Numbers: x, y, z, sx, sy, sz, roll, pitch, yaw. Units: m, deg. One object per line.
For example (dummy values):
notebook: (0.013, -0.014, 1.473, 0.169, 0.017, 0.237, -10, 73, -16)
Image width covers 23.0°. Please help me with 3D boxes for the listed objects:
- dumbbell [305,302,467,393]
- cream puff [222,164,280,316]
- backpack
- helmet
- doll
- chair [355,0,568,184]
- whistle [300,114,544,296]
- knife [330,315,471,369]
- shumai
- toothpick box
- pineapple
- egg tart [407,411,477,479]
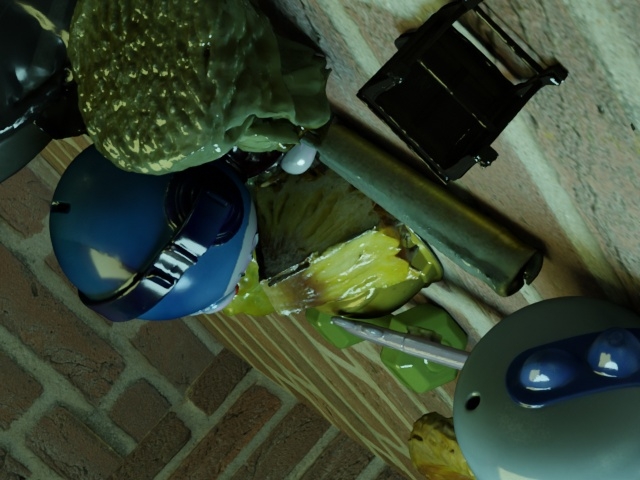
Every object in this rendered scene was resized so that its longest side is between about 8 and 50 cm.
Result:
dumbbell: (0.090, 0.125, 2.256, 0.121, 0.108, 0.302, 48, 168, -30)
cream puff: (-0.138, -0.031, 2.029, 0.282, 0.185, 0.282, -12, -90, -78)
backpack: (-0.420, -0.220, 1.815, 0.363, 0.445, 0.255, 49, -179, -12)
helmet: (0.035, 0.029, 2.009, 0.205, 0.140, 0.257, 43, 167, -8)
doll: (-0.168, -0.049, 1.770, 0.240, 0.310, 0.284, 31, 166, -26)
chair: (0.096, -0.117, 1.274, 0.106, 0.113, 0.229, 45, 166, -6)
whistle: (0.097, -0.046, 1.667, 0.326, 0.057, 0.068, 37, -154, 31)
knife: (0.194, 0.147, 1.909, 0.398, 0.038, 0.132, 16, 177, 30)
shumai: (-0.124, -0.189, 1.598, 0.222, 0.225, 0.261, -11, -107, -55)
toothpick box: (0.282, 0.199, 1.583, 0.263, 0.263, 0.355, 33, 166, 39)
pineapple: (0.000, 0.000, 1.846, 0.236, 0.186, 0.114, 16, 152, 41)
egg tart: (0.323, 0.367, 2.216, 0.443, 0.178, 0.443, 40, 172, 7)
